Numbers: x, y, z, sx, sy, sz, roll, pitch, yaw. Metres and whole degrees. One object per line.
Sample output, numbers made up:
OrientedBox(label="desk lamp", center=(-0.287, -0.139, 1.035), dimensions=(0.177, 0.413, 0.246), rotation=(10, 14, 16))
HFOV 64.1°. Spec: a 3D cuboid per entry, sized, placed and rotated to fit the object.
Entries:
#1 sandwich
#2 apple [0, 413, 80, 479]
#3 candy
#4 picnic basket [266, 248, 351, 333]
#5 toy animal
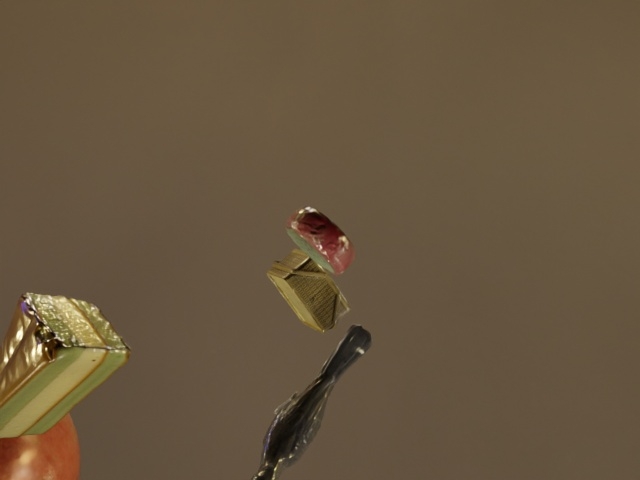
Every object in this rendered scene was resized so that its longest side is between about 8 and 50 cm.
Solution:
OrientedBox(label="sandwich", center=(-0.266, 0.149, 0.495), dimensions=(0.113, 0.079, 0.163), rotation=(27, -85, 42))
OrientedBox(label="apple", center=(-0.544, 0.361, 0.732), dimensions=(0.363, 0.364, 0.364), rotation=(-2, -129, 2))
OrientedBox(label="candy", center=(0.000, 0.000, 0.672), dimensions=(0.103, 0.103, 0.043), rotation=(36, -102, 28))
OrientedBox(label="picnic basket", center=(-0.024, 0.102, 1.048), dimensions=(0.079, 0.164, 0.115), rotation=(-41, -158, -18))
OrientedBox(label="toy animal", center=(-0.039, 0.326, 0.935), dimensions=(0.081, 0.206, 0.367), rotation=(38, -114, 2))
